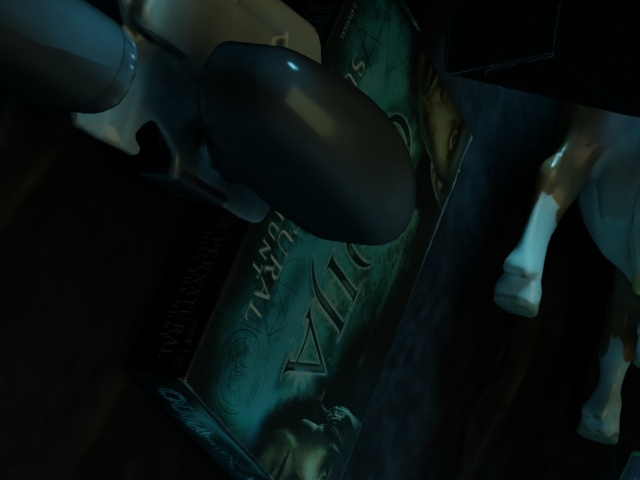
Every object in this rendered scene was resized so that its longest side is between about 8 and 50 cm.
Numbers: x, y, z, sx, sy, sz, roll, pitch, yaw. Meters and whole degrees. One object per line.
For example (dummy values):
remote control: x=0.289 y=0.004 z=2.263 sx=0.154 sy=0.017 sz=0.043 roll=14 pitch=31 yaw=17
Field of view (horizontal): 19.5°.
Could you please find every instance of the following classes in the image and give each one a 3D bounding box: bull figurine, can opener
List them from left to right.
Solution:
can opener: x=-0.060 y=-0.073 z=0.527 sx=0.280 sy=0.093 sz=0.074 roll=30 pitch=72 yaw=-53
bull figurine: x=0.182 y=-0.001 z=0.942 sx=0.310 sy=0.101 sz=0.188 roll=47 pitch=59 yaw=-54

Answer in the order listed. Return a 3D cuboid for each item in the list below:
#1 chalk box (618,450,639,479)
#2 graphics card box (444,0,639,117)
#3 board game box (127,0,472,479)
chalk box: x=0.233 y=0.243 z=1.015 sx=0.179 sy=0.180 sz=0.289 roll=-56 pitch=140 yaw=-38
graphics card box: x=0.133 y=-0.260 z=0.702 sx=0.233 sy=0.094 sz=0.371 roll=86 pitch=20 yaw=-69
board game box: x=0.000 y=0.000 z=0.703 sx=0.126 sy=0.026 sz=0.186 roll=54 pitch=52 yaw=-50
